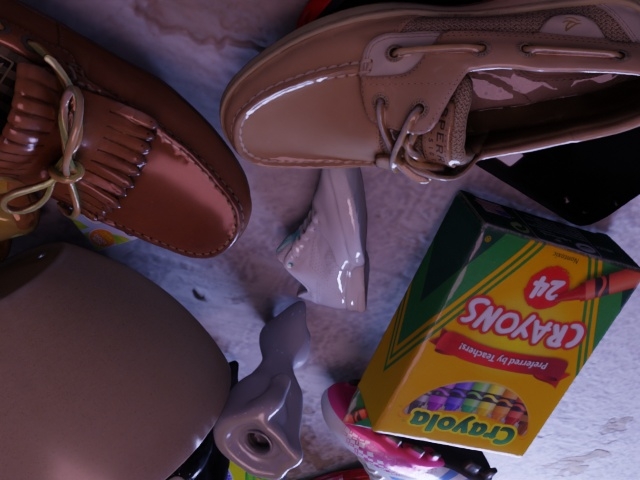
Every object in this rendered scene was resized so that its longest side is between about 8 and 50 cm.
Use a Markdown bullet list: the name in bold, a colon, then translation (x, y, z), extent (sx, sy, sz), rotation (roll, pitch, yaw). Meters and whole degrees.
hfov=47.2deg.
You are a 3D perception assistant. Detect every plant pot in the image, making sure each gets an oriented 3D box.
- **plant pot**: translation (-0.255, 0.114, 0.703), extent (0.284, 0.284, 0.191), rotation (-20, 112, 13)

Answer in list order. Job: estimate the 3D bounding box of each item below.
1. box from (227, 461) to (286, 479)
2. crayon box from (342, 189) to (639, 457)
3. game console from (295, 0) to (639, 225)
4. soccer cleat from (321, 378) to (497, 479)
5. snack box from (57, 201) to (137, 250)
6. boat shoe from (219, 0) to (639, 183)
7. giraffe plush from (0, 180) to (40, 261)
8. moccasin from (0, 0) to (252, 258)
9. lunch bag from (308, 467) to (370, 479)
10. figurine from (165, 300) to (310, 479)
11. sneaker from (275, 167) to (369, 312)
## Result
- **box**: translation (-0.189, 0.360, 0.916), extent (0.177, 0.279, 0.290), rotation (-28, 131, 19)
- **crayon box**: translation (0.178, 0.122, 0.807), extent (0.202, 0.081, 0.319), rotation (14, 116, -19)
- **game console**: translation (0.224, -0.188, 0.593), extent (0.386, 0.060, 0.342), rotation (26, 132, -27)
- **soccer cleat**: translation (0.102, 0.301, 0.996), extent (0.331, 0.116, 0.143), rotation (32, 113, -33)
- **snack box**: translation (-0.169, -0.052, 0.685), extent (0.141, 0.037, 0.100), rotation (-16, 133, 10)
- **boat shoe**: translation (0.082, -0.108, 0.552), extent (0.340, 0.110, 0.122), rotation (-12, 137, 12)
- **giraffe plush**: translation (-0.359, -0.005, 0.617), extent (0.210, 0.171, 0.181), rotation (6, 133, -12)
- **moccasin**: translation (-0.214, -0.096, 0.533), extent (0.139, 0.147, 0.380), rotation (-38, 119, 24)
- **lunch bag**: translation (0.018, 0.489, 1.174), extent (0.293, 0.120, 0.258), rotation (-23, 133, 15)
- **figurine**: translation (-0.089, 0.180, 0.805), extent (0.092, 0.209, 0.215), rotation (39, 117, -15)
- **sneaker**: translation (0.000, 0.000, 0.734), extent (0.094, 0.080, 0.212), rotation (3, 136, 8)
